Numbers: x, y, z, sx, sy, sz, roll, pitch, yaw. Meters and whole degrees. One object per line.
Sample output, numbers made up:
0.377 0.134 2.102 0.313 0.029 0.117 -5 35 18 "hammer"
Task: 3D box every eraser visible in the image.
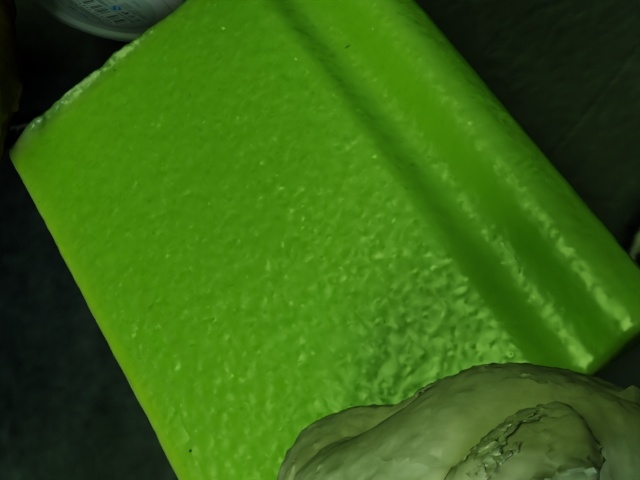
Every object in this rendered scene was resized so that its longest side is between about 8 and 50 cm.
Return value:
0.000 0.000 0.567 0.210 0.092 0.274 -38 58 10 "eraser"

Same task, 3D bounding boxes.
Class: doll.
0.033 0.163 0.423 0.149 0.175 0.278 26 103 33 "doll"

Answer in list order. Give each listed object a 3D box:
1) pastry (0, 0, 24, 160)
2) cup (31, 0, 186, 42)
-0.276 -0.031 0.667 0.330 0.136 0.329 -30 48 40 "pastry"
-0.105 -0.183 0.708 0.099 0.136 0.133 11 74 -3 "cup"
